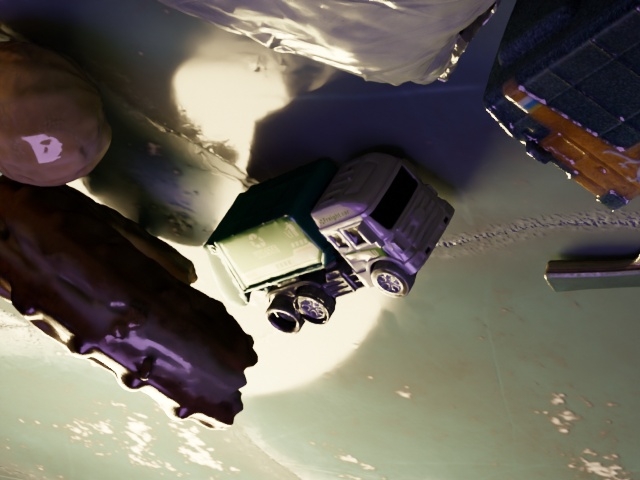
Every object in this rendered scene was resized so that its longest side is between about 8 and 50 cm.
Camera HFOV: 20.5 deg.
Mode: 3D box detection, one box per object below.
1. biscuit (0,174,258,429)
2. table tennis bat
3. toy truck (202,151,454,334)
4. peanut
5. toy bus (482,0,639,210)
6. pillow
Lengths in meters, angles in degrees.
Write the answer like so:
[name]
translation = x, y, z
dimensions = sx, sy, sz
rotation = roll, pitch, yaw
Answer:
[biscuit]
translation = -0.204, 0.041, 1.654
dimensions = 0.268, 0.115, 0.366
rotation = 33, -179, -21
[table tennis bat]
translation = 0.328, 0.025, 1.559
dimensions = 0.274, 0.021, 0.154
rotation = -4, 142, 32
[toy truck]
translation = 0.000, 0.000, 1.628
dimensions = 0.124, 0.114, 0.253
rotation = 46, 142, -19
[peanut]
translation = -0.309, -0.125, 1.593
dimensions = 0.290, 0.130, 0.130
rotation = 11, 149, 28
[toy bus]
translation = 0.249, -0.145, 1.215
dimensions = 0.167, 0.139, 0.275
rotation = 32, 146, -17
[pillow]
translation = 0.020, -0.223, 1.229
dimensions = 0.283, 0.138, 0.310
rotation = 21, 152, -14
